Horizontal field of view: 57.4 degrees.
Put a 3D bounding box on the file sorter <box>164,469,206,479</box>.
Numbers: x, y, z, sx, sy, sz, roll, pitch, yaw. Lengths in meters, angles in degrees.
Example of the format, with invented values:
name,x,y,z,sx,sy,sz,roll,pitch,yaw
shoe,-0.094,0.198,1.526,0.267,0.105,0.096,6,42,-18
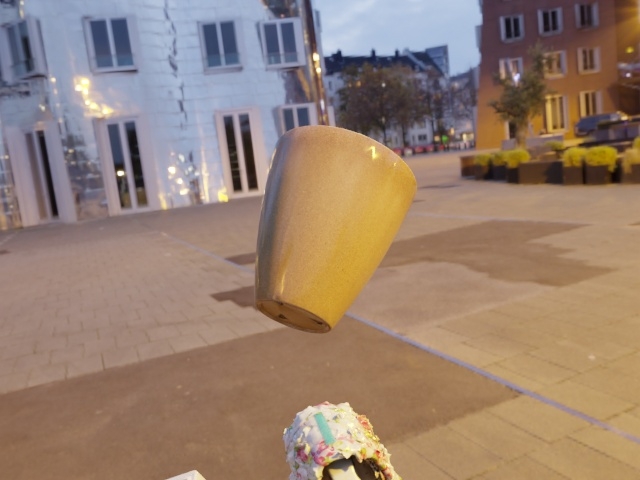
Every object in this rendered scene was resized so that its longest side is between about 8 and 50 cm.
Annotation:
name,x,y,z,sx,sy,sz,roll,pitch,yaw
file sorter,-0.154,0.375,0.463,0.192,0.173,0.278,-23,33,16

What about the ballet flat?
name,x,y,z,sx,sy,sz,roll,pitch,yaw
ballet flat,0.042,0.229,0.417,0.091,0.241,0.077,-30,9,-8

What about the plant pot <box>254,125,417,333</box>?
name,x,y,z,sx,sy,sz,roll,pitch,yaw
plant pot,0.000,0.000,0.883,0.236,0.255,0.237,16,-25,8
